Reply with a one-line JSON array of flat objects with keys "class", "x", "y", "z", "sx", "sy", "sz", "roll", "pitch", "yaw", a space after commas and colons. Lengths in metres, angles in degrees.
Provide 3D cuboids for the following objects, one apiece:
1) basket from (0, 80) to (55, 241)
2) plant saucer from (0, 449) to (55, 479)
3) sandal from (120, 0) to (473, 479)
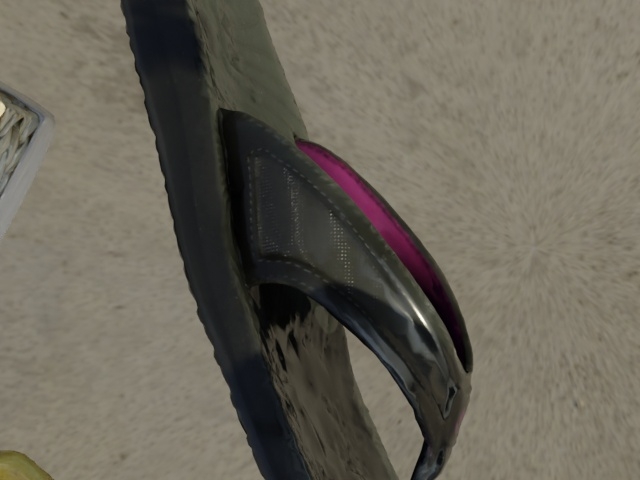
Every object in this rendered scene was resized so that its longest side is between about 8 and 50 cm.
[{"class": "basket", "x": -0.254, "y": -0.033, "z": 0.856, "sx": 0.113, "sy": 0.103, "sz": 0.167, "roll": 30, "pitch": 92, "yaw": 30}, {"class": "plant saucer", "x": -0.173, "y": 0.354, "z": 0.866, "sx": 0.333, "sy": 0.081, "sz": 0.333, "roll": 40, "pitch": 68, "yaw": -1}, {"class": "sandal", "x": -0.001, "y": -0.001, "z": 0.773, "sx": 0.107, "sy": 0.167, "sz": 0.445, "roll": -20, "pitch": 81, "yaw": 16}]
